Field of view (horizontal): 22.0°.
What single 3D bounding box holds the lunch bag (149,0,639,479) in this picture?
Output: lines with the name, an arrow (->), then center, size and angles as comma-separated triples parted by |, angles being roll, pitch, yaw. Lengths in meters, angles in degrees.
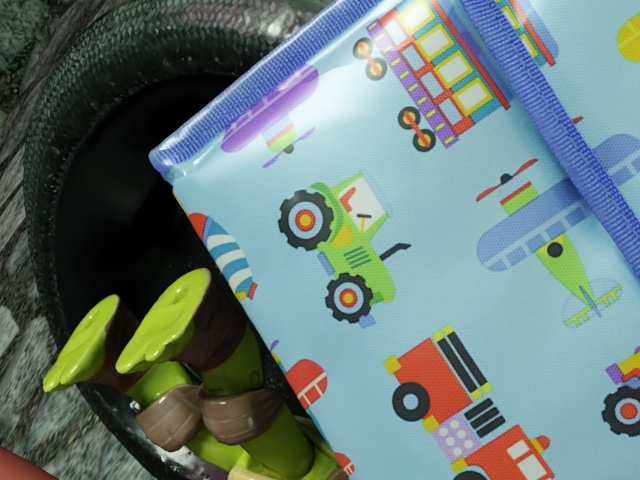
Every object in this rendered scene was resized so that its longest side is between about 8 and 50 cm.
lunch bag -> 0.125, -0.026, 0.566 | 0.293, 0.221, 0.138 | -39, -14, 26

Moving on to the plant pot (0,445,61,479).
plant pot -> -0.220, 0.236, 0.959 | 0.243, 0.275, 0.275 | -8, 52, 55

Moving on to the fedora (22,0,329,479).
fedora -> 0.000, 0.000, 0.849 | 0.152, 0.334, 0.334 | -33, -2, -44

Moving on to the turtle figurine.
turtle figurine -> -0.008, 0.109, 0.734 | 0.087, 0.217, 0.269 | -49, 22, -21
